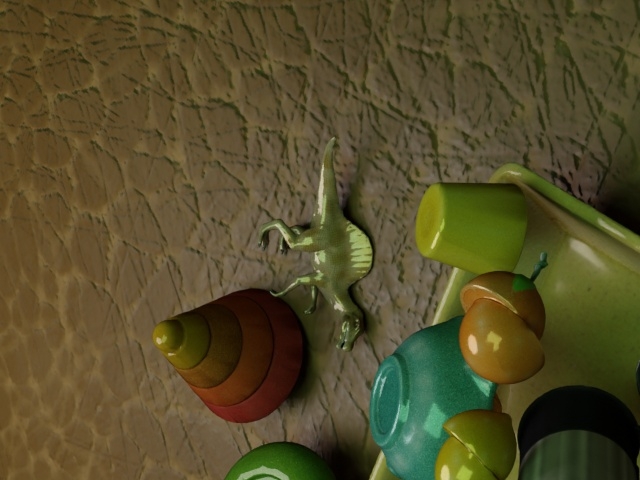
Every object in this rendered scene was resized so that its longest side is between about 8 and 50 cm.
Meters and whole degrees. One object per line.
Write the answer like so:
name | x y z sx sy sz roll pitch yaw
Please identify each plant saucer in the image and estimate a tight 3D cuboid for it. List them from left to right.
plant saucer | 0.216 0.155 1.115 0.333 0.081 0.333 35 119 31

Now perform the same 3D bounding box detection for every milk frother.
milk frother | 0.193 0.140 0.989 0.129 0.135 0.143 14 115 3

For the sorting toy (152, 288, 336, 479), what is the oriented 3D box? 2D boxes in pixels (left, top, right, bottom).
sorting toy | -0.071 0.200 1.278 0.127 0.126 0.365 -26 64 27

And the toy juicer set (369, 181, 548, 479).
toy juicer set | 0.093 0.138 1.073 0.209 0.089 0.329 -112 35 -59

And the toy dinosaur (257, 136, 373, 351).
toy dinosaur | 0.000 0.000 1.305 0.092 0.053 0.183 -2 103 25
